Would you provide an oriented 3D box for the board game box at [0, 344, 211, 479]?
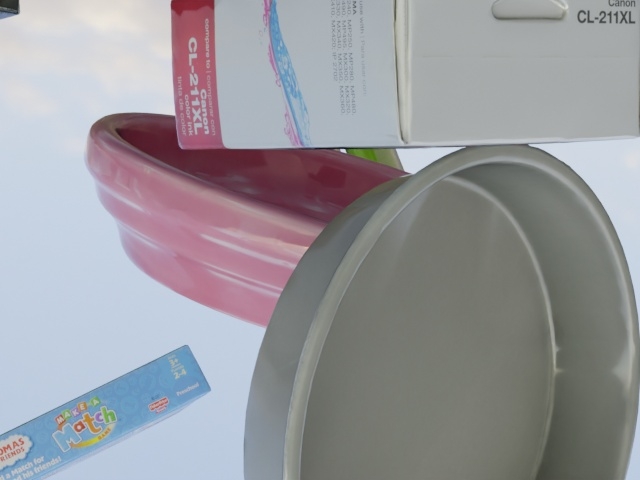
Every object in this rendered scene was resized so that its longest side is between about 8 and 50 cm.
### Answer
[{"bbox_3d":[-0.159,0.126,1.265,0.160,0.039,0.211,-26,176,-11],"label":"board game box"}]

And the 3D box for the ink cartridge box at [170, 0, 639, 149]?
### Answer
[{"bbox_3d":[0.033,-0.075,0.811,0.127,0.072,0.175,-4,-176,-33],"label":"ink cartridge box"}]

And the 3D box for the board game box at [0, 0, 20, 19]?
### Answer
[{"bbox_3d":[-0.206,-0.212,0.958,0.026,0.186,0.126,-9,170,38],"label":"board game box"}]

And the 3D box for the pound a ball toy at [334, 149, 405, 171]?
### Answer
[{"bbox_3d":[0.037,0.008,1.822,0.208,0.136,0.319,16,-132,-53],"label":"pound a ball toy"}]

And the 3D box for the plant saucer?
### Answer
[{"bbox_3d":[0.000,0.000,1.259,0.332,0.084,0.332,16,-170,-3],"label":"plant saucer"}]

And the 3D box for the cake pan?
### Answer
[{"bbox_3d":[0.065,0.092,0.989,0.054,0.293,0.293,9,-166,41],"label":"cake pan"}]
